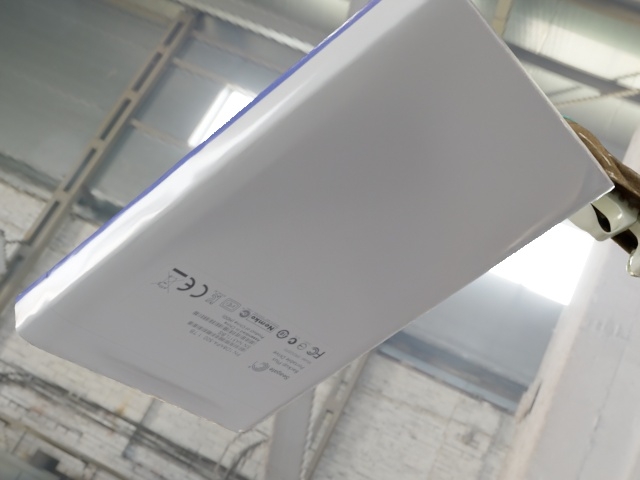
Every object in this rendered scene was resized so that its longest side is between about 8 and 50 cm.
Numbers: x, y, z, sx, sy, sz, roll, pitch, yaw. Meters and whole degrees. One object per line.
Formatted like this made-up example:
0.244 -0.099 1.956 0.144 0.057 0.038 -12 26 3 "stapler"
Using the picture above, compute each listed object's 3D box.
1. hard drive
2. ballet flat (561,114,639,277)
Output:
0.000 0.000 0.542 0.319 0.040 0.210 -36 -45 18 "hard drive"
0.399 -0.029 1.128 0.342 0.124 0.116 39 -39 1 "ballet flat"
